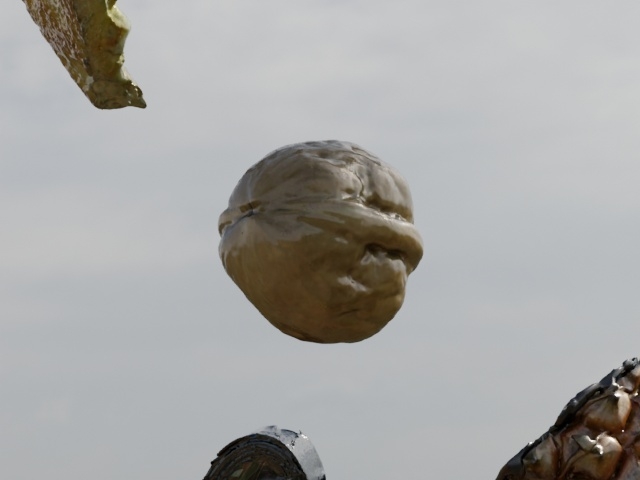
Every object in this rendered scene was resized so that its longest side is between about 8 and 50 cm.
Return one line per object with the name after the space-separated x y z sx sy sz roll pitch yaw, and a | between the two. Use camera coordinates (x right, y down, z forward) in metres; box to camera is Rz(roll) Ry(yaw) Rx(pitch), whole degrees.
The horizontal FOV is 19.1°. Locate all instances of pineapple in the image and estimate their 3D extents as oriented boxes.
0.248 0.252 1.287 0.262 0.272 0.262 -39 -23 -20 | pineapple

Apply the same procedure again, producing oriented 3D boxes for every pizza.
-0.235 -0.262 1.843 0.075 0.280 0.288 -30 0 -19 | pizza

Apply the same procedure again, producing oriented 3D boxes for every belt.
-0.053 0.230 1.677 0.105 0.140 0.058 35 13 19 | belt

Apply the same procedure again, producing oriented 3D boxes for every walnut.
0.000 0.000 1.430 0.149 0.166 0.166 -6 -8 39 | walnut
